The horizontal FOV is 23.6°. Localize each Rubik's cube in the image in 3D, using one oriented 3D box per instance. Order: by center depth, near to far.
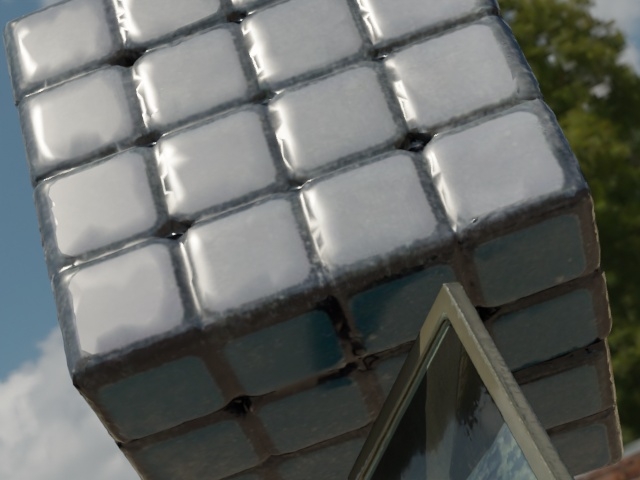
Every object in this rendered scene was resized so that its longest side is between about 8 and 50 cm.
[{"bbox_3d":[0.000,0.000,1.119,0.344,0.343,0.337,-21,-38,3],"label":"Rubik's cube"}]

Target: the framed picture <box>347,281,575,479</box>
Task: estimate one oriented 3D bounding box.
[{"bbox_3d":[0.097,0.177,0.855,0.023,0.260,0.189,-3,-44,-27],"label":"framed picture"}]
